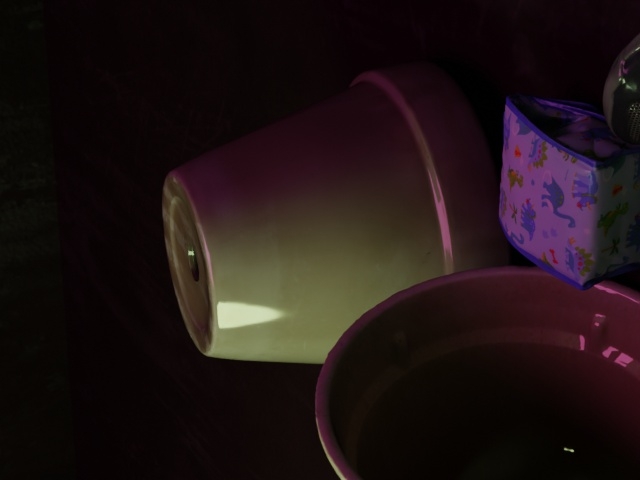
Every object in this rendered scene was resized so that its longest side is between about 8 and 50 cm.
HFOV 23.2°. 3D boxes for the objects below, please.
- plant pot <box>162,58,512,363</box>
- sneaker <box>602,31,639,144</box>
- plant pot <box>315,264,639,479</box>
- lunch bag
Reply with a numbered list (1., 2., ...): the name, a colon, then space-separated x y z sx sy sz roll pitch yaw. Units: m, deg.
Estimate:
1. plant pot: 0.000 0.000 1.566 0.323 0.280 0.323 168 90 -73
2. sneaker: 0.296 -0.114 1.181 0.227 0.087 0.130 -51 49 52
3. plant pot: 0.175 0.243 1.367 0.334 0.334 0.305 47 152 47
4. lunch bag: 0.213 -0.048 1.368 0.151 0.096 0.129 32 129 45
